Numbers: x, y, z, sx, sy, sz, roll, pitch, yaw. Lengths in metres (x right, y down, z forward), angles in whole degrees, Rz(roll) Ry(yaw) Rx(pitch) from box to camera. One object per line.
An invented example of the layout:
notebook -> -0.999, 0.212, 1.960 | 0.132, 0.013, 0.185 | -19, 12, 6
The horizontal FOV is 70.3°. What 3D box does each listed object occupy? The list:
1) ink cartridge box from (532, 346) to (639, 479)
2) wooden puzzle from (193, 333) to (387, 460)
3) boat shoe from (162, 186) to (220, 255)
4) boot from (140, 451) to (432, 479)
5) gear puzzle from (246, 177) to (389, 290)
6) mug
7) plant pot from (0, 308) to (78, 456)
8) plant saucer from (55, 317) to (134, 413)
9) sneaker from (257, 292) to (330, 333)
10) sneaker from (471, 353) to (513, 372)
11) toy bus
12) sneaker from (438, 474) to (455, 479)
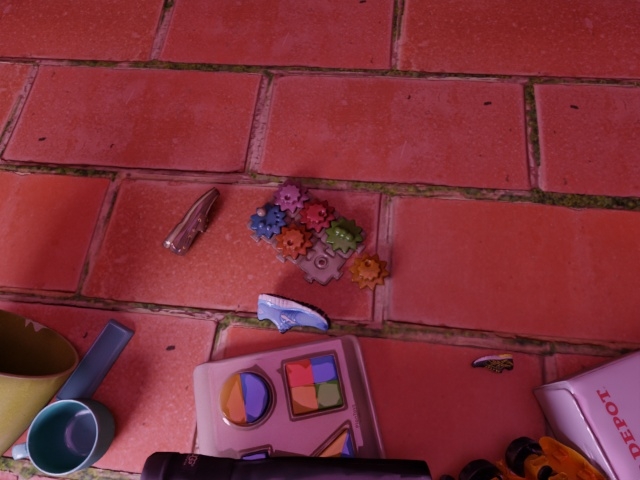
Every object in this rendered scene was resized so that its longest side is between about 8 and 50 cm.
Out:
ink cartridge box -> 0.626, 0.316, 0.769 | 0.395, 0.166, 0.285 | -18, 68, -4
wooden puzzle -> -0.065, 0.359, 0.848 | 0.348, 0.080, 0.321 | -12, 69, 0
boat shoe -> -0.283, -0.043, 1.038 | 0.060, 0.064, 0.178 | 39, 75, -15
boot -> -0.050, 0.516, 0.706 | 0.446, 0.146, 0.366 | 2, 95, -1
gear puzzle -> 0.000, 0.000, 1.003 | 0.339, 0.044, 0.175 | 37, 75, 16
mug -> -0.475, 0.363, 0.863 | 0.158, 0.097, 0.129 | 14, 73, 7
plant pot -> -0.653, 0.309, 0.834 | 0.275, 0.275, 0.293 | 27, 88, 14
plant saucer -> -0.473, 0.259, 0.951 | 0.067, 0.018, 0.192 | 26, 72, 13
sneaker -> -0.057, 0.162, 0.947 | 0.162, 0.063, 0.073 | 15, 88, 14
sneaker -> 0.340, 0.243, 0.891 | 0.084, 0.031, 0.035 | -9, 69, 0
toy bus -> 0.347, 0.467, 0.744 | 0.221, 0.149, 0.211 | -21, 105, -14
sneaker -> 0.147, 0.491, 0.785 | 0.098, 0.083, 0.223 | 28, 69, 27
